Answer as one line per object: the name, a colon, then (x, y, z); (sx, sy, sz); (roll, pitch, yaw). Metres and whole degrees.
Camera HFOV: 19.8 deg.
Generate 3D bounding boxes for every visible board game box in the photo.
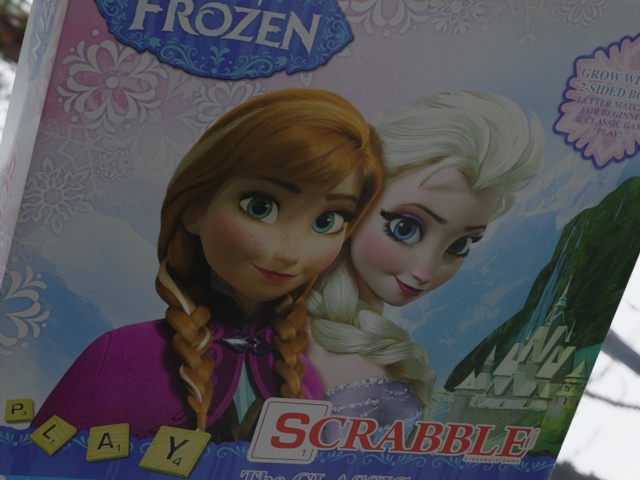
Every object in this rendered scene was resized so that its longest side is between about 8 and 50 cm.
board game box: (0.000, 0.000, 0.882); (0.066, 0.319, 0.318); (-121, -138, -55)
